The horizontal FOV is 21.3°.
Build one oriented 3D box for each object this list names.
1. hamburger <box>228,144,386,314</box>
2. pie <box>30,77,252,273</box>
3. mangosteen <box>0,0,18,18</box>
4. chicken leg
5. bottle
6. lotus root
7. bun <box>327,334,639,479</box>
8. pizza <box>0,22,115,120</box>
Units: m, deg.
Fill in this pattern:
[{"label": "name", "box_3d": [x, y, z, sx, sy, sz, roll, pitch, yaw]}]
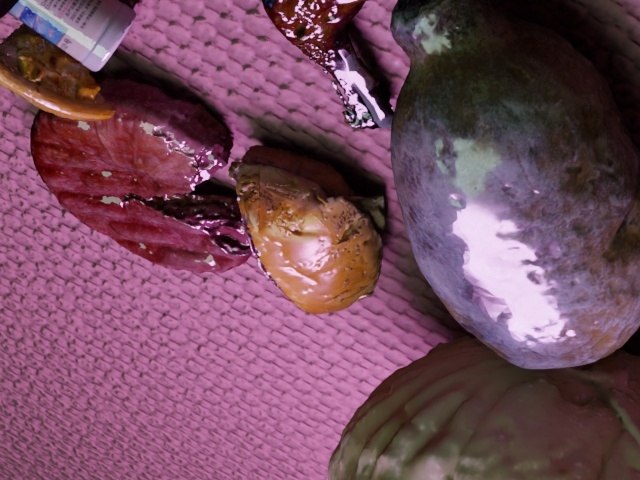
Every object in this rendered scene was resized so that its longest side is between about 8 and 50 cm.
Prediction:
[{"label": "hamburger", "box_3d": [0.003, -0.003, 1.376, 0.102, 0.087, 0.176, 0, 137, 36]}, {"label": "pie", "box_3d": [-0.147, -0.056, 1.440, 0.204, 0.054, 0.219, 18, 148, 12]}, {"label": "mangosteen", "box_3d": [-0.300, -0.270, 1.029, 0.307, 0.307, 0.347, 12, 135, 20]}, {"label": "chicken leg", "box_3d": [0.012, -0.165, 1.183, 0.106, 0.051, 0.253, 13, 148, 11]}, {"label": "bottle", "box_3d": [-0.241, -0.211, 1.281, 0.217, 0.060, 0.060, 36, 146, -12]}, {"label": "lotus root", "box_3d": [0.138, -0.034, 1.175, 0.175, 0.175, 0.349, 3, 141, 32]}, {"label": "bun", "box_3d": [0.192, 0.193, 1.358, 0.352, 0.349, 0.227, 21, 106, 31]}, {"label": "pizza", "box_3d": [-0.213, -0.146, 1.318, 0.123, 0.108, 0.026, 22, 133, -41]}]
